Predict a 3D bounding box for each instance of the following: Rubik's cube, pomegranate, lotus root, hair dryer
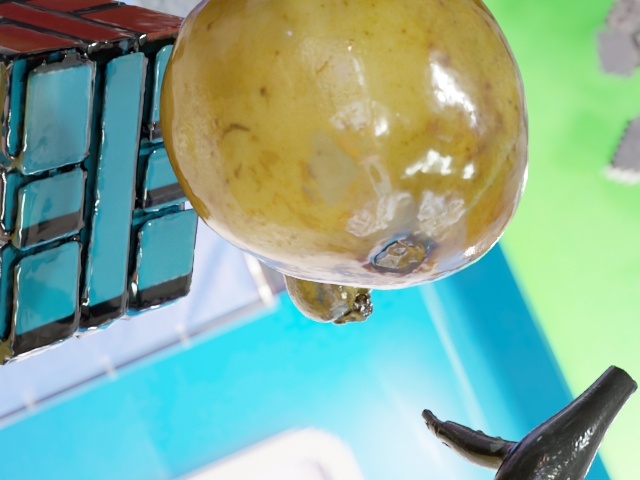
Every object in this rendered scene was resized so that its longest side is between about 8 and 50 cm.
[{"bbox_3d":[-0.296,-0.079,1.831,0.293,0.283,0.288,16,-71,33],"label":"Rubik's cube"},{"bbox_3d":[0.024,-0.092,1.551,0.307,0.307,0.307,157,-90,-86],"label":"pomegranate"},{"bbox_3d":[0.000,0.000,2.184,0.108,0.094,0.191,-49,126,-56],"label":"lotus root"},{"bbox_3d":[0.180,0.183,1.935,0.219,0.195,0.075,16,-35,48],"label":"hair dryer"}]
